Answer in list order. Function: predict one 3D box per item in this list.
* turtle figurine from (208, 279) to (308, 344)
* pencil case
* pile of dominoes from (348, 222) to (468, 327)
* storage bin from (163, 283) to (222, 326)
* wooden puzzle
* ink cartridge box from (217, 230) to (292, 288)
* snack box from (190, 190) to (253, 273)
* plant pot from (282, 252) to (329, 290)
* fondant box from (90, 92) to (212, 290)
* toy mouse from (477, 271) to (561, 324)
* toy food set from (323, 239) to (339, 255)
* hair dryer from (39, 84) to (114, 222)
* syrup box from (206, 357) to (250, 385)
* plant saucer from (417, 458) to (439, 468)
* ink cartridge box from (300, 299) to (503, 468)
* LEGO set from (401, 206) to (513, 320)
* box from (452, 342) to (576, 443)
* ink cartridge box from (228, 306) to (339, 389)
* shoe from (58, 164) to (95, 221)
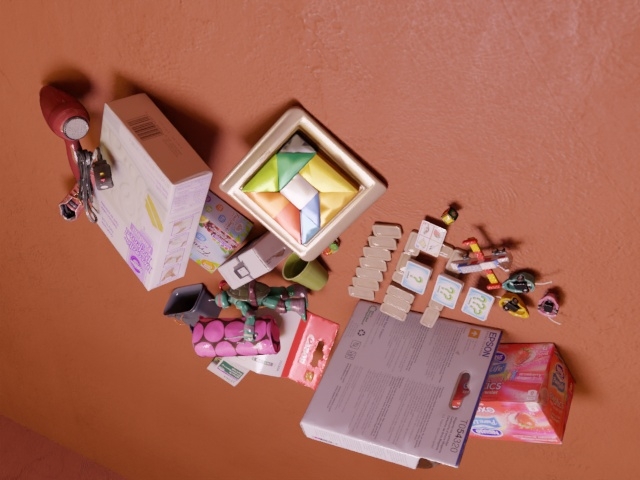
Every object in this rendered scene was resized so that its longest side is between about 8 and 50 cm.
[{"bbox_3d":[-0.146,0.142,1.737,0.234,0.175,0.118,-4,130,4],"label":"turtle figurine"},{"bbox_3d":[-0.194,0.220,1.813,0.209,0.098,0.095,-3,156,16],"label":"pencil case"},{"bbox_3d":[0.173,0.062,1.576,0.195,0.040,0.251,25,135,8],"label":"pile of dominoes"},{"bbox_3d":[-0.324,0.180,1.998,0.135,0.098,0.091,-14,136,44],"label":"storage bin"},{"bbox_3d":[-0.033,-0.094,1.428,0.238,0.044,0.221,39,114,-16],"label":"wooden puzzle"},{"bbox_3d":[-0.133,0.034,1.666,0.063,0.109,0.150,54,139,-8],"label":"ink cartridge box"},{"bbox_3d":[-0.275,-0.040,1.714,0.207,0.070,0.174,39,143,-9],"label":"snack box"},{"bbox_3d":[-0.026,0.068,1.674,0.083,0.083,0.079,-13,138,43],"label":"plant pot"},{"bbox_3d":[-0.350,-0.091,1.572,0.238,0.096,0.330,48,141,21],"label":"fondant box"},{"bbox_3d":[0.396,0.098,1.451,0.160,0.031,0.143,28,144,2],"label":"toy mouse"},{"bbox_3d":[0.000,0.000,1.615,0.083,0.020,0.082,37,143,-10],"label":"toy food set"},{"bbox_3d":[-0.513,-0.191,1.584,0.223,0.080,0.294,-37,72,56],"label":"hair dryer"},{"bbox_3d":[-0.207,0.288,2.037,0.093,0.096,0.237,35,143,-4],"label":"syrup box"},{"bbox_3d":[0.236,0.565,2.087,0.198,0.036,0.199,18,152,10],"label":"plant saucer"},{"bbox_3d":[0.171,0.292,1.587,0.329,0.324,0.072,11,141,24],"label":"ink cartridge box"},{"bbox_3d":[0.249,0.052,1.446,0.182,0.060,0.244,25,139,13],"label":"LEGO set"},{"bbox_3d":[0.358,0.317,1.638,0.299,0.154,0.142,-8,130,39],"label":"box"},{"bbox_3d":[-0.091,0.242,1.856,0.224,0.056,0.181,22,103,14],"label":"ink cartridge box"},{"bbox_3d":[-0.553,-0.106,1.816,0.063,0.081,0.178,39,143,-12],"label":"shoe"}]
